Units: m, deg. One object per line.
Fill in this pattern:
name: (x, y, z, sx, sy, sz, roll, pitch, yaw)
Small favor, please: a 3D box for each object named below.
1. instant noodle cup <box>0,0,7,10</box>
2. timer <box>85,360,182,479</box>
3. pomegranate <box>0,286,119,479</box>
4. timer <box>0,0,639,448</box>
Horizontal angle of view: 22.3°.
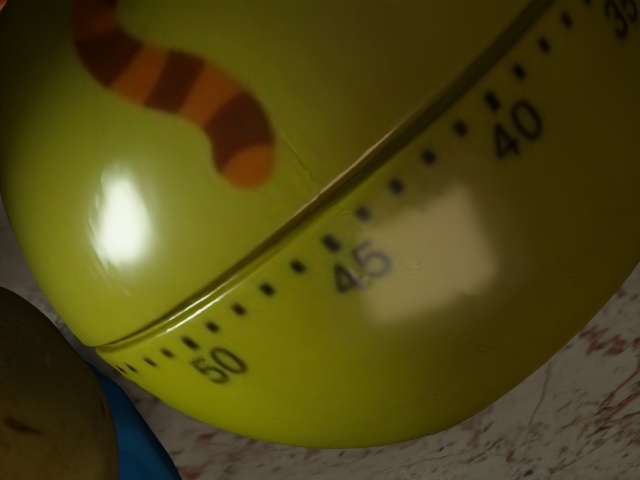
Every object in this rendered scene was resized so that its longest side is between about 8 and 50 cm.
instant noodle cup: (-0.245, -0.171, 0.578, 0.250, 0.192, 0.250, -22, 150, -13)
timer: (-0.269, 0.225, 1.276, 0.309, 0.115, 0.340, -28, 151, -4)
pomegranate: (-0.286, 0.147, 0.956, 0.332, 0.332, 0.332, -22, 151, -13)
timer: (-0.019, -0.099, 0.802, 0.376, 0.387, 0.376, -41, -171, 8)
